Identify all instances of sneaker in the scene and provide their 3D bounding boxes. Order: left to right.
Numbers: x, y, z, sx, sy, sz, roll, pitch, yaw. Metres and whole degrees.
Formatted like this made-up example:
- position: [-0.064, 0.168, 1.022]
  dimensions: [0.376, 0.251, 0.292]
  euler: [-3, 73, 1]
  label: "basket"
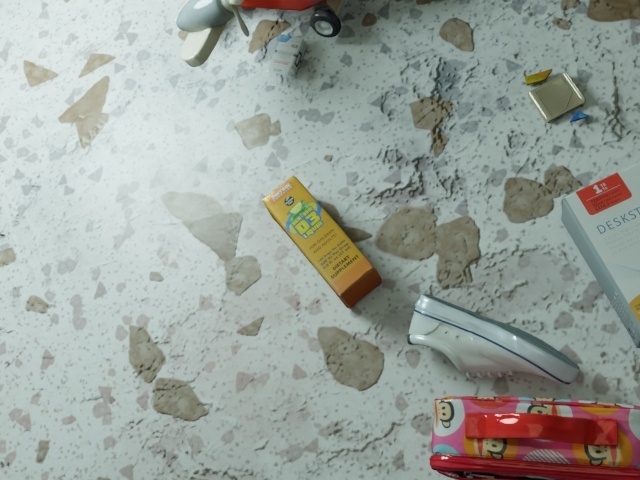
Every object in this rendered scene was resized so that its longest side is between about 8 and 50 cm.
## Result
- position: [0.251, 0.166, 1.130]
  dimensions: [0.258, 0.094, 0.091]
  euler: [23, 97, 28]
  label: "sneaker"

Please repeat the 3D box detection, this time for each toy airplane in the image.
- position: [-0.140, -0.526, 1.403]
  dimensions: [0.384, 0.272, 0.386]
  euler: [-30, 56, 0]
  label: "toy airplane"

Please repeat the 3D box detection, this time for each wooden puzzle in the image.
- position: [0.394, -0.239, 1.268]
  dimensions: [0.079, 0.014, 0.116]
  euler: [-23, 65, 13]
  label: "wooden puzzle"

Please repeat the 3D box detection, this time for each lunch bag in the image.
- position: [0.291, 0.260, 0.975]
  dimensions: [0.293, 0.258, 0.120]
  euler: [-1, 70, 18]
  label: "lunch bag"

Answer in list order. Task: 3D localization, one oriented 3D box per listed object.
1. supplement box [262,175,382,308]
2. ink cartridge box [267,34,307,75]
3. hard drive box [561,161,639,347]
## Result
- position: [0.000, 0.000, 1.270]
  dimensions: [0.078, 0.080, 0.233]
  euler: [-40, 61, -2]
  label: "supplement box"
- position: [-0.064, -0.348, 1.449]
  dimensions: [0.048, 0.028, 0.083]
  euler: [16, 75, 23]
  label: "ink cartridge box"
- position: [0.487, 0.010, 1.101]
  dimensions: [0.181, 0.089, 0.232]
  euler: [-27, 64, 6]
  label: "hard drive box"
